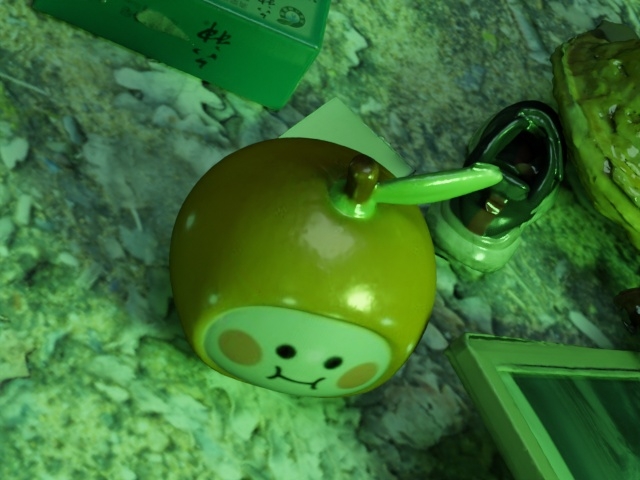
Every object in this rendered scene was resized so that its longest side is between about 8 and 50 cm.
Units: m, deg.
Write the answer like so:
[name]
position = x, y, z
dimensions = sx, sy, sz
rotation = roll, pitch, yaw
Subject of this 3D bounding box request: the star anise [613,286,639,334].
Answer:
[star anise]
position = 0.344, 0.119, 1.582
dimensions = 0.177, 0.073, 0.234
rotation = 27, 28, -53

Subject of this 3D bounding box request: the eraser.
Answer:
[eraser]
position = 0.004, -0.058, 1.604
dimensions = 0.104, 0.023, 0.150
rotation = 44, 46, 8

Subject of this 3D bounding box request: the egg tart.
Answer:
[egg tart]
position = 0.355, -0.088, 1.710
dimensions = 0.341, 0.129, 0.341
rotation = 27, 38, -23

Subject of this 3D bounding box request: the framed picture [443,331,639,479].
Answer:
[framed picture]
position = 0.290, 0.266, 1.421
dimensions = 0.326, 0.028, 0.446
rotation = 7, 49, -53

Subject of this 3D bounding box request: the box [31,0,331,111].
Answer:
[box]
position = -0.116, -0.235, 1.632
dimensions = 0.245, 0.092, 0.153
rotation = 23, 46, -12

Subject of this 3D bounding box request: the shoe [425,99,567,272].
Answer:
[shoe]
position = 0.178, -0.068, 1.649
dimensions = 0.099, 0.112, 0.227
rotation = 35, 47, 2

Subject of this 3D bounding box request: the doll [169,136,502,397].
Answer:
[doll]
position = 0.000, 0.000, 1.406
dimensions = 0.213, 0.236, 0.213
rotation = 17, 46, -18
